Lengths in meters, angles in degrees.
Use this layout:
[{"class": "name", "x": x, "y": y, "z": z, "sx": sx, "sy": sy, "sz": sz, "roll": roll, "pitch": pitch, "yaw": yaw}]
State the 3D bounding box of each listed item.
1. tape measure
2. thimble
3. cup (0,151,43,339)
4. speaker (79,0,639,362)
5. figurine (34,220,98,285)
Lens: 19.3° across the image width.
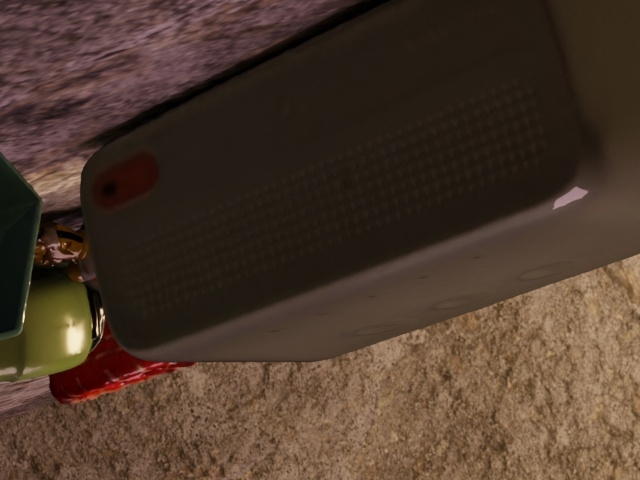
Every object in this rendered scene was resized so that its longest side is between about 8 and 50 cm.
[{"class": "tape measure", "x": -0.275, "y": 0.067, "z": 1.588, "sx": 0.175, "sy": 0.106, "sz": 0.200, "roll": -3, "pitch": -177, "yaw": 40}, {"class": "thimble", "x": -0.204, "y": 0.087, "z": 1.905, "sx": 0.163, "sy": 0.125, "sz": 0.189, "roll": -15, "pitch": 174, "yaw": -41}, {"class": "cup", "x": -0.268, "y": 0.025, "z": 1.006, "sx": 0.134, "sy": 0.148, "sz": 0.236, "roll": 25, "pitch": 148, "yaw": -32}, {"class": "speaker", "x": 0.046, "y": -0.044, "z": 1.178, "sx": 0.406, "sy": 0.183, "sz": 0.184, "roll": -22, "pitch": 169, "yaw": 37}, {"class": "figurine", "x": -0.188, "y": 0.005, "z": 1.494, "sx": 0.143, "sy": 0.068, "sz": 0.101, "roll": -6, "pitch": 169, "yaw": -6}]
